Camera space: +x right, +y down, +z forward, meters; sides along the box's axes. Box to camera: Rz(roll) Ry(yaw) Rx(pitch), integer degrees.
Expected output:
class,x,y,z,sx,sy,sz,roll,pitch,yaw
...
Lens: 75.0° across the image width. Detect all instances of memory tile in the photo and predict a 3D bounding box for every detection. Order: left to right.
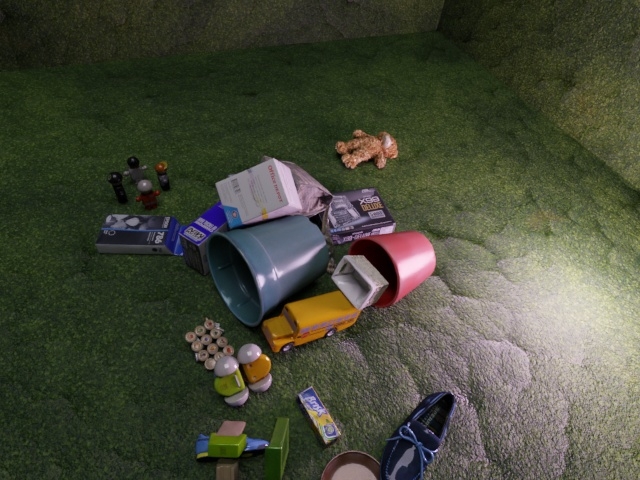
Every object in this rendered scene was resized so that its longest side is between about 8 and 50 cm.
class,x,y,z,sx,sy,sz,roll,pitch,yaw
memory tile,-0.366,0.342,1.376,0.113,0.012,0.148,-32,76,-37

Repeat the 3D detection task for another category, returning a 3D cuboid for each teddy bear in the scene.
class,x,y,z,sx,sy,sz,roll,pitch,yaw
teddy bear,0.242,-0.472,2.124,0.337,0.113,0.245,-2,51,-8

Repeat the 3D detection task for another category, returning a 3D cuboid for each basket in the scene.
class,x,y,z,sx,sy,sz,roll,pitch,yaw
basket,0.139,0.141,1.451,0.103,0.113,0.167,-3,43,-44

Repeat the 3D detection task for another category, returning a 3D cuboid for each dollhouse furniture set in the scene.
class,x,y,z,sx,sy,sz,roll,pitch,yaw
dollhouse furniture set,-0.190,0.640,1.090,0.197,0.151,0.302,1,92,1

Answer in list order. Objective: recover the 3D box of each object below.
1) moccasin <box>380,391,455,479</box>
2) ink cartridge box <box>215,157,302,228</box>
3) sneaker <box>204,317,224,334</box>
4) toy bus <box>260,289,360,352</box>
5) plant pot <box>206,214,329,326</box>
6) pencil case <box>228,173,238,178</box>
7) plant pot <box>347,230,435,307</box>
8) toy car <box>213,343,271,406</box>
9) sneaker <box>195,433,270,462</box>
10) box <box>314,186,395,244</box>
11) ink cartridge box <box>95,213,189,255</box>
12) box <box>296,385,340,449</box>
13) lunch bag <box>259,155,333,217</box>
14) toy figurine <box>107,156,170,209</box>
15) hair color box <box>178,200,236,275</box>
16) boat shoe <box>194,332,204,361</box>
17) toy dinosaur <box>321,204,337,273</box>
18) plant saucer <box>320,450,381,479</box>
class,x,y,z,sx,sy,sz,roll,pitch,yaw
moccasin,0.281,0.558,1.204,0.137,0.117,0.342,35,49,12
ink cartridge box,-0.212,-0.156,1.480,0.232,0.168,0.171,-19,85,13
sneaker,-0.366,0.295,1.441,0.037,0.032,0.083,-30,68,-35
toy bus,-0.028,0.266,1.415,0.332,0.130,0.108,-10,49,-34
plant pot,-0.170,0.077,1.478,0.334,0.341,0.341,-24,55,-35
pencil case,-0.280,-0.254,1.872,0.273,0.114,0.124,-13,49,-18
plant pot,0.276,0.085,1.558,0.243,0.275,0.275,-18,53,-33
toy car,-0.251,0.404,1.299,0.182,0.159,0.136,-25,21,-25
sneaker,-0.247,0.572,1.185,0.209,0.069,0.082,-2,45,-8
box,0.137,-0.110,1.817,0.307,0.077,0.242,-10,51,-14
ink cartridge box,-0.695,-0.024,1.660,0.332,0.065,0.165,2,48,-6
box,-0.009,0.530,1.254,0.054,0.059,0.169,-22,55,-26
lunch bag,-0.105,-0.213,1.717,0.235,0.169,0.287,40,22,26
toy figurine,-0.773,-0.257,1.796,0.213,0.148,0.210,15,49,7
hair color box,-0.381,-0.044,1.631,0.110,0.185,0.339,28,51,18
boat shoe,-0.402,0.352,1.384,0.035,0.035,0.100,-6,51,-24
toy dinosaur,0.000,0.000,1.665,0.118,0.268,0.064,-6,3,12
plant saucer,0.095,0.688,1.143,0.198,0.036,0.199,3,48,-4
